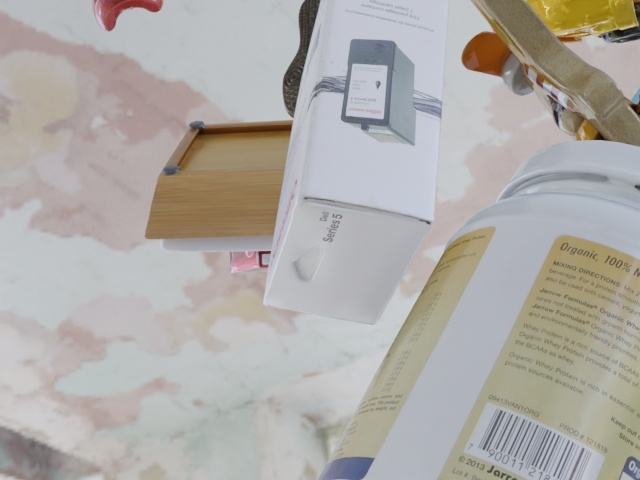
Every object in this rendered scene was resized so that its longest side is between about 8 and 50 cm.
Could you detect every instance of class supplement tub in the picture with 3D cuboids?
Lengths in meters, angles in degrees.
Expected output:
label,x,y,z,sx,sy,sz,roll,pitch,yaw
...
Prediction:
label,x,y,z,sx,sy,sz,roll,pitch,yaw
supplement tub,0.152,0.112,0.682,0.228,0.316,0.228,25,-27,14

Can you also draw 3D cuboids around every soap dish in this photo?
label,x,y,z,sx,sy,sz,roll,pitch,yaw
soap dish,-0.078,-0.083,1.433,0.291,0.229,0.118,-2,-62,10

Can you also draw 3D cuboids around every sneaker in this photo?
label,x,y,z,sx,sy,sz,roll,pitch,yaw
sneaker,0.002,-0.231,1.362,0.066,0.188,0.071,-5,-27,31

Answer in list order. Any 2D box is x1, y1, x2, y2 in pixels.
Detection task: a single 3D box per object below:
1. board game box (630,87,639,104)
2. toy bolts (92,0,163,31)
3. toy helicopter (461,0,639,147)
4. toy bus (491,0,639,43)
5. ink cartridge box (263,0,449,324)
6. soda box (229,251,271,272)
label,x,y,z,sx,sy,sz,roll,pitch,yaw
board game box,0.609,-0.143,1.712,0.336,0.254,0.079,-54,-24,-10
toy bolts,-0.335,-0.410,1.435,0.218,0.228,0.158,-27,-28,-2
toy helicopter,0.224,-0.193,1.068,0.140,0.235,0.355,-43,-63,6
toy bus,0.320,-0.296,1.252,0.211,0.149,0.220,-13,0,38
ink cartridge box,0.033,-0.088,0.951,0.115,0.273,0.198,11,-31,-6
soda box,0.000,0.000,1.517,0.263,0.083,0.092,-1,-7,-32
